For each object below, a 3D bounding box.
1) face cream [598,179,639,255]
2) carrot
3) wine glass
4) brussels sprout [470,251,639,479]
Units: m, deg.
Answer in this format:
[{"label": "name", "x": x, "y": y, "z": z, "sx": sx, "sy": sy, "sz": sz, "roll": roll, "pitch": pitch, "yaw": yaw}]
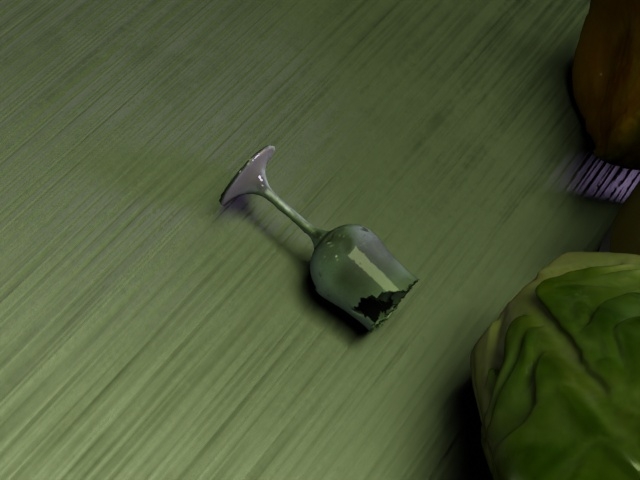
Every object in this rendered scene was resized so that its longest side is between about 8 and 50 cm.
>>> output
[{"label": "face cream", "x": 0.406, "y": 0.008, "z": 1.313, "sx": 0.218, "sy": 0.179, "sz": 0.218, "roll": 2, "pitch": 63, "yaw": -4}, {"label": "carrot", "x": 0.439, "y": -0.192, "z": 1.439, "sx": 0.341, "sy": 0.241, "sz": 0.241, "roll": -4, "pitch": 63, "yaw": -22}, {"label": "wine glass", "x": 0.000, "y": 0.000, "z": 1.246, "sx": 0.195, "sy": 0.079, "sz": 0.079, "roll": 41, "pitch": 55, "yaw": 7}, {"label": "brussels sprout", "x": 0.279, "y": 0.164, "z": 1.145, "sx": 0.289, "sy": 0.281, "sz": 0.354, "roll": -40, "pitch": 53, "yaw": -4}]
